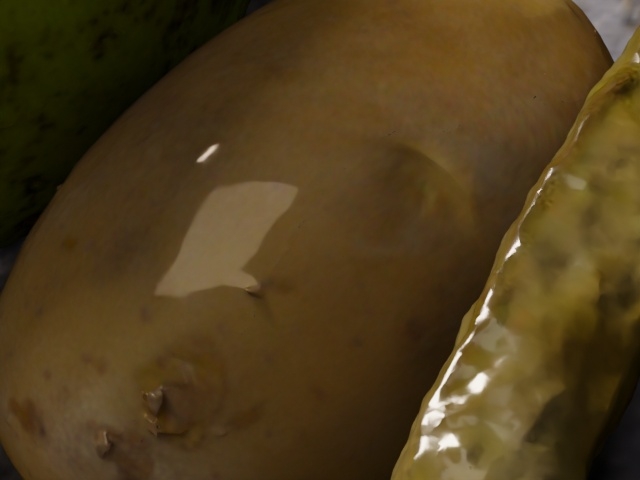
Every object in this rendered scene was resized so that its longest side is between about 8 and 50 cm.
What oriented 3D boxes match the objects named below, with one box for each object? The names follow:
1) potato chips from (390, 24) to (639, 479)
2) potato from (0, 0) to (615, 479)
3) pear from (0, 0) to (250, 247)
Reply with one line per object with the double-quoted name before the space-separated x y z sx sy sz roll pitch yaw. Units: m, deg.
"potato chips" 0.102 -0.015 0.404 0.080 0.057 0.407 39 60 2
"potato" 0.000 0.000 0.471 0.150 0.146 0.234 43 79 6
"pear" -0.209 -0.177 0.532 0.391 0.391 0.391 -12 53 16
